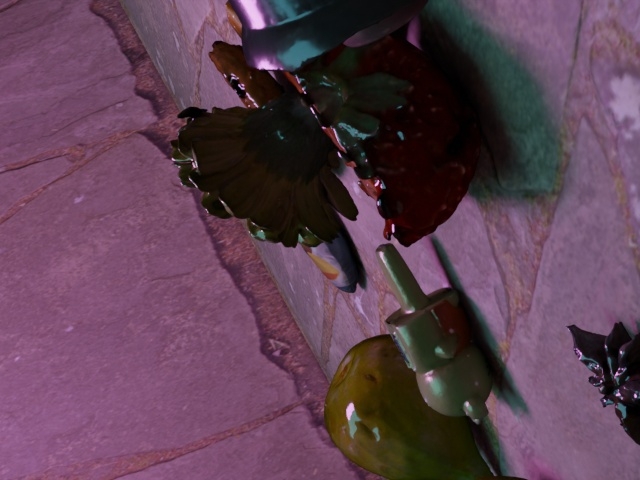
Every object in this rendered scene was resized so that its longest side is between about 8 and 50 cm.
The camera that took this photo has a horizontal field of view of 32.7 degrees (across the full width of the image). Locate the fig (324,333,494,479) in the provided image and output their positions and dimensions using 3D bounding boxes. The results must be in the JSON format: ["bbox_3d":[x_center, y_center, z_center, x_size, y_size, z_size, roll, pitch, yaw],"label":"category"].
[{"bbox_3d":[0.161,0.279,1.771,0.314,0.233,0.233,14,154,12],"label":"fig"}]

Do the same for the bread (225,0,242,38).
[{"bbox_3d":[-0.104,-0.345,1.758,0.132,0.053,0.074,52,166,35],"label":"bread"}]

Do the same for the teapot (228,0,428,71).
[{"bbox_3d":[-0.005,-0.320,0.779,0.376,0.305,0.361,-4,126,48],"label":"teapot"}]

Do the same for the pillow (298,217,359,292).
[{"bbox_3d":[0.000,0.000,2.084,0.233,0.086,0.214,49,174,45],"label":"pillow"}]

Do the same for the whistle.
[{"bbox_3d":[0.156,0.131,1.511,0.288,0.106,0.131,63,173,-6],"label":"whistle"}]

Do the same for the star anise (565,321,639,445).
[{"bbox_3d":[0.275,0.122,1.014,0.129,0.056,0.124,53,155,33],"label":"star anise"}]

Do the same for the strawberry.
[{"bbox_3d":[0.090,-0.103,1.152,0.280,0.150,0.253,53,-177,-41],"label":"strawberry"}]

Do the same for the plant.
[{"bbox_3d":[-0.069,-0.142,1.465,0.297,0.261,0.305,92,-173,-50],"label":"plant"}]

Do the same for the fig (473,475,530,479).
[{"bbox_3d":[0.271,0.429,1.502,0.230,0.207,0.207,-8,113,44],"label":"fig"}]

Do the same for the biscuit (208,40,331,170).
[{"bbox_3d":[-0.077,-0.214,1.810,0.296,0.075,0.296,54,180,-1],"label":"biscuit"}]
